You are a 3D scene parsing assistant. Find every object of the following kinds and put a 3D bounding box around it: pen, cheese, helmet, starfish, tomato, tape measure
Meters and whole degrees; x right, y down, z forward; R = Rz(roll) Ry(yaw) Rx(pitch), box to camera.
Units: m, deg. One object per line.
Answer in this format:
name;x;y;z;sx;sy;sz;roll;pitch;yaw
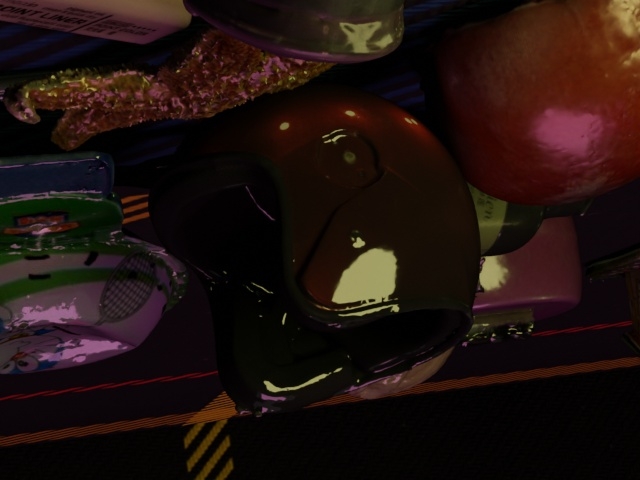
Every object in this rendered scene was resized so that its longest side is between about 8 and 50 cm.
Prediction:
pen;-0.136;-0.124;0.865;0.053;0.032;0.197;-15;169;32
cheese;-0.186;0.019;1.172;0.203;0.083;0.320;-5;158;-9
helmet;0.000;0.000;1.103;0.216;0.193;0.189;28;152;-4
starfish;-0.058;-0.093;0.989;0.240;0.043;0.227;-16;-177;-40
tomato;0.168;-0.083;1.117;0.199;0.112;0.228;-11;172;2
tape measure;0.099;0.026;1.502;0.231;0.149;0.245;-5;169;-18

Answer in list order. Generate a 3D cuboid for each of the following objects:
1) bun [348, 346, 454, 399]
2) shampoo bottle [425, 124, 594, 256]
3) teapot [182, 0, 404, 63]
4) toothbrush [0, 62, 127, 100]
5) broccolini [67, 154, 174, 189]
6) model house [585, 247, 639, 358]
bun;0.043;0.091;1.710;0.222;0.128;0.222;-7;-164;2
shampoo bottle;0.091;-0.036;1.309;0.283;0.101;0.101;-2;167;-31
teapot;-0.011;-0.133;0.591;0.148;0.146;0.116;9;-155;-11
toothbrush;-0.217;-0.085;1.037;0.219;0.016;0.019;-7;172;-8
broccolini;-0.153;-0.044;1.220;0.254;0.071;0.057;1;151;-1
model house;0.478;0.078;2.057;0.293;0.154;0.207;-2;168;-30
